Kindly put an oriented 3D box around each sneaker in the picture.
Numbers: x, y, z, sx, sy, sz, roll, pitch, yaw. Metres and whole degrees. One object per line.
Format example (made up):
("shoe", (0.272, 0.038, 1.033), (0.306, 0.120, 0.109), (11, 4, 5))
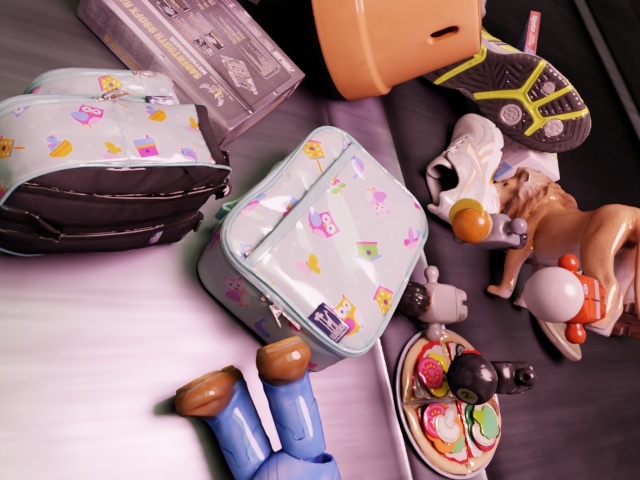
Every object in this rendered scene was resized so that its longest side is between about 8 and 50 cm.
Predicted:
("sneaker", (0.349, -0.317, 0.919), (0.385, 0.145, 0.147), (41, 41, 10))
("sneaker", (0.245, -0.138, 0.841), (0.121, 0.099, 0.262), (24, 55, -20))

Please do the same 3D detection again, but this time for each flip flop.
("flip flop", (0.469, 0.096, 0.896), (0.112, 0.080, 0.277), (43, 50, -12))

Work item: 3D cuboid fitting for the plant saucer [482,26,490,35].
("plant saucer", (0.292, -0.489, 1.050), (0.188, 0.045, 0.188), (30, 34, -22))

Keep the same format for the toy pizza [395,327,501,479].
("toy pizza", (0.187, 0.218, 0.661), (0.202, 0.032, 0.201), (16, 59, -30))

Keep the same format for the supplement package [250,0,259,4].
("supplement package", (-0.165, -0.524, 0.672), (0.293, 0.175, 0.177), (22, 59, -26))

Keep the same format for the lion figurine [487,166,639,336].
("lion figurine", (0.387, 0.002, 0.737), (0.142, 0.392, 0.240), (23, 90, -21))

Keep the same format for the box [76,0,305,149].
("box", (-0.155, -0.251, 0.624), (0.231, 0.056, 0.183), (45, 50, -8))

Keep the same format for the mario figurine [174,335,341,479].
("mario figurine", (-0.009, 0.249, 0.403), (0.170, 0.198, 0.320), (-13, 72, -52))

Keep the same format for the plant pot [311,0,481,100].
("plant pot", (0.127, -0.366, 0.704), (0.291, 0.204, 0.290), (-1, 90, -70))

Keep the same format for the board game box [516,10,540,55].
("board game box", (0.453, -0.389, 1.088), (0.027, 0.145, 0.281), (16, 52, 11))

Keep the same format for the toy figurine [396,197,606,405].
("toy figurine", (0.212, 0.076, 0.604), (0.148, 0.213, 0.209), (11, 32, -43))

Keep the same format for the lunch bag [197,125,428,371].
("lunch bag", (0.000, 0.000, 0.581), (0.224, 0.108, 0.279), (45, 50, -10))

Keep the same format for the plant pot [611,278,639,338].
("plant pot", (0.634, 0.099, 0.976), (0.167, 0.167, 0.165), (39, 60, -15))

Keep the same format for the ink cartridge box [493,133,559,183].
("ink cartridge box", (0.418, -0.179, 0.988), (0.090, 0.092, 0.143), (27, 53, -22))

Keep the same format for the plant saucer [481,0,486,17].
("plant saucer", (0.231, -0.635, 0.977), (0.401, 0.101, 0.400), (35, 30, -24))

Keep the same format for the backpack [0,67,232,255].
("backpack", (-0.200, -0.064, 0.427), (0.189, 0.166, 0.144), (-19, 78, -45))
